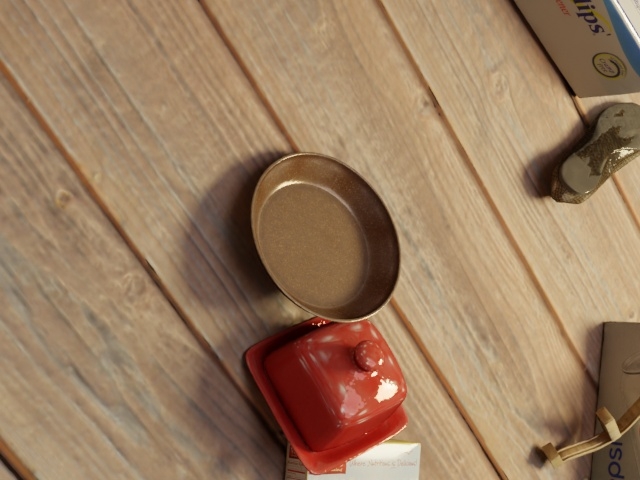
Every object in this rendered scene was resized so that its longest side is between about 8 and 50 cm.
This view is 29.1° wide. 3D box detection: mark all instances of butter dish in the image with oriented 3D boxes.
[{"bbox_3d":[0.028,0.144,1.324,0.160,0.118,0.160,-20,73,-38],"label":"butter dish"}]

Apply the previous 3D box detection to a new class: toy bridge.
[{"bbox_3d":[0.385,0.245,1.646,0.188,0.026,0.063,-34,140,0],"label":"toy bridge"}]

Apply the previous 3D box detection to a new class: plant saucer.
[{"bbox_3d":[0.000,0.000,1.349,0.199,0.036,0.198,16,60,-31],"label":"plant saucer"}]

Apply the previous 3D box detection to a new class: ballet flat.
[{"bbox_3d":[0.387,-0.117,1.703,0.084,0.058,0.250,42,50,9],"label":"ballet flat"}]

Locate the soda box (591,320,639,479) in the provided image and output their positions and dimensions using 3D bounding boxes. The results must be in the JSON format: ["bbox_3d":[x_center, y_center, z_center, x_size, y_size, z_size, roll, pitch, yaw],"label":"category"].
[{"bbox_3d":[0.447,0.258,1.714,0.091,0.098,0.286,12,82,-39],"label":"soda box"}]

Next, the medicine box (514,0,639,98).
[{"bbox_3d":[0.398,-0.384,1.649,0.263,0.149,0.289,49,60,-28],"label":"medicine box"}]

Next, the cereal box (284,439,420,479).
[{"bbox_3d":[0.032,0.344,1.391,0.173,0.047,0.240,9,82,-39],"label":"cereal box"}]
